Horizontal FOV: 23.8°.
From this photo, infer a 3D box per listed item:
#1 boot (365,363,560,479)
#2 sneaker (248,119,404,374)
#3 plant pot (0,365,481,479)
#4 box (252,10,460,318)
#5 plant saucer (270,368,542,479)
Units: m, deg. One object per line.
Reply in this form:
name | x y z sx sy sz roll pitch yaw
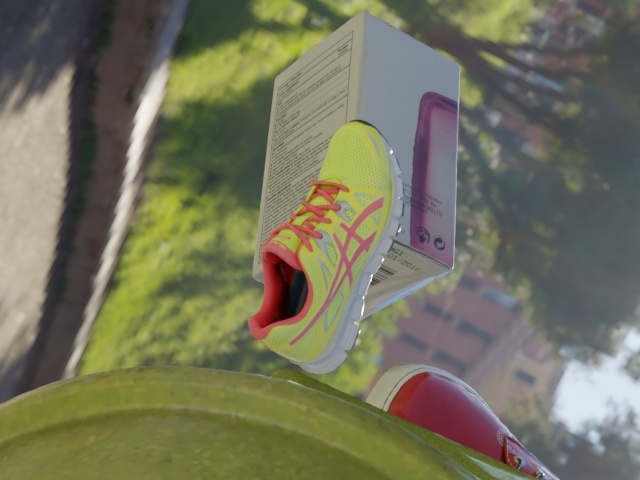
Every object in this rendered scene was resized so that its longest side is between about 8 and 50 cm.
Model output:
boot | 0.146 0.174 0.999 0.176 0.244 0.088 16 -114 51
sneaker | 0.000 0.000 1.216 0.081 0.094 0.209 9 -97 48
plant pot | -0.067 0.204 0.381 0.276 0.276 0.254 -62 173 24
box | 0.036 -0.066 1.411 0.148 0.127 0.232 -32 -137 45
plant saucer | 0.028 0.190 0.836 0.188 0.188 0.045 -67 -169 -11
